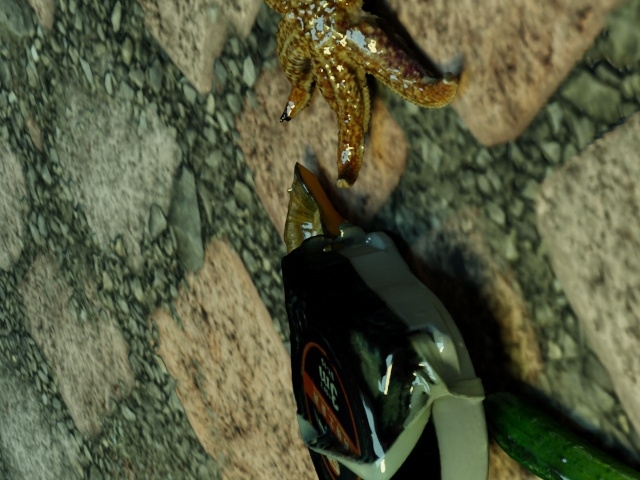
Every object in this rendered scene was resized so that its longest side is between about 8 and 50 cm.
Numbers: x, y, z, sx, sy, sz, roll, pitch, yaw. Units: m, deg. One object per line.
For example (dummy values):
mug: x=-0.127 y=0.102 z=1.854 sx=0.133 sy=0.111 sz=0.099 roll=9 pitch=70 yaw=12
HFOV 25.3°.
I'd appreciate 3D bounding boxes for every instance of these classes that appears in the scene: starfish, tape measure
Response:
starfish: x=0.005 y=-0.146 z=0.927 sx=0.213 sy=0.057 sz=0.238 roll=43 pitch=142 yaw=22
tape measure: x=0.045 y=0.108 z=0.960 sx=0.182 sy=0.107 sz=0.181 roll=-128 pitch=29 yaw=-52

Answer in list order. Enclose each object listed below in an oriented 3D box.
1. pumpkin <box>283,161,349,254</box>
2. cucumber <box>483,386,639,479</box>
pumpkin: x=0.000 y=0.000 z=1.044 sx=0.073 sy=0.035 sz=0.101 roll=57 pitch=151 yaw=37
cucumber: x=0.151 y=0.136 z=0.897 sx=0.168 sy=0.039 sz=0.039 roll=30 pitch=132 yaw=42
